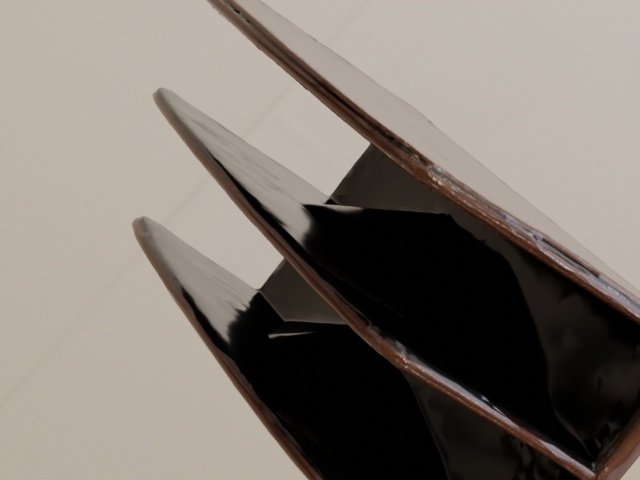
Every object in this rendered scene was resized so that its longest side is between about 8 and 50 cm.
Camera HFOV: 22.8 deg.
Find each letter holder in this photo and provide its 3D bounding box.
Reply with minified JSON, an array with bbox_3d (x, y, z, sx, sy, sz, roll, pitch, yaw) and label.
[{"bbox_3d":[0.000,0.000,0.768,0.214,0.302,0.152,33,-82,-35],"label":"letter holder"}]
